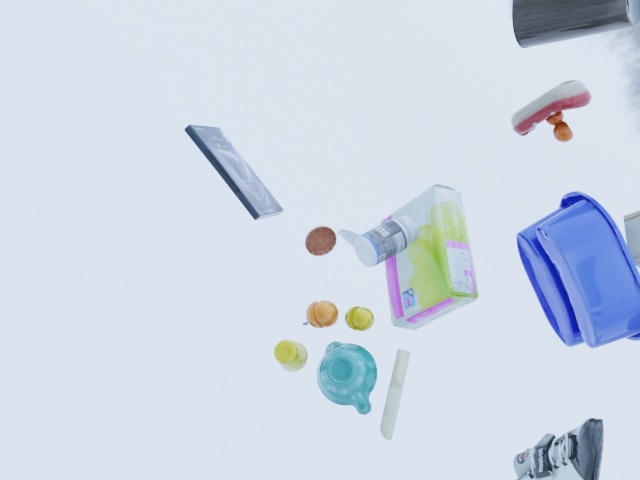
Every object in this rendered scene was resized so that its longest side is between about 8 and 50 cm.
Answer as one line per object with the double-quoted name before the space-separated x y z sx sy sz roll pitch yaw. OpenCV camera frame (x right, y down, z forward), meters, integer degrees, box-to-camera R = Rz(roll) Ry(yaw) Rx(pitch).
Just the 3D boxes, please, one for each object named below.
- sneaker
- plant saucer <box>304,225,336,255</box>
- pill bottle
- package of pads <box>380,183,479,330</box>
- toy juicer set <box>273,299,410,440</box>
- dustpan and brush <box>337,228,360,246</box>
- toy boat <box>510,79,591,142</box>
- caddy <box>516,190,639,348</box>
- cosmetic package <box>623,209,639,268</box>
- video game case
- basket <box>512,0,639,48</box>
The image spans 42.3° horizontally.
"sneaker" 0.453 0.441 1.604 0.146 0.330 0.122 15 -132 10
"plant saucer" 0.000 0.000 2.098 0.083 0.083 0.013 38 -170 -30
"pill bottle" 0.150 -0.001 1.873 0.137 0.078 0.078 -27 -97 -26
"package of pads" 0.255 0.038 1.973 0.101 0.229 0.297 12 -120 -32
"toy juicer set" 0.076 0.255 1.774 0.329 0.209 0.089 31 172 24
"dustpan and brush" 0.146 0.019 2.374 0.147 0.060 0.211 34 -176 -23
"toy boat" 0.664 -0.346 2.334 0.151 0.231 0.151 -32 -91 -47
"caddy" 0.566 0.067 1.741 0.241 0.179 0.341 144 102 -81
"cosmetic package" 0.796 -0.023 1.671 0.160 0.309 0.113 30 -129 -37
"video game case" -0.206 -0.168 2.016 0.274 0.026 0.196 51 -166 5
"basket" 0.530 -0.493 1.684 0.154 0.227 0.204 21 -99 -51
